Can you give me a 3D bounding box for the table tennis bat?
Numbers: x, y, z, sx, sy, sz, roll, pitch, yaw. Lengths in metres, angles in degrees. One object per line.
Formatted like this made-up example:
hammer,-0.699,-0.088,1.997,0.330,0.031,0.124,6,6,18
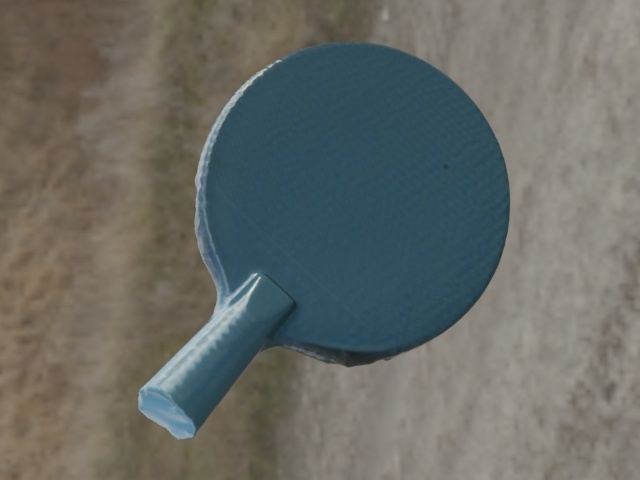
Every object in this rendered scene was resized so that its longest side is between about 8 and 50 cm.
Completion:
table tennis bat,0.000,0.000,0.483,0.155,0.100,0.019,-50,4,-30
